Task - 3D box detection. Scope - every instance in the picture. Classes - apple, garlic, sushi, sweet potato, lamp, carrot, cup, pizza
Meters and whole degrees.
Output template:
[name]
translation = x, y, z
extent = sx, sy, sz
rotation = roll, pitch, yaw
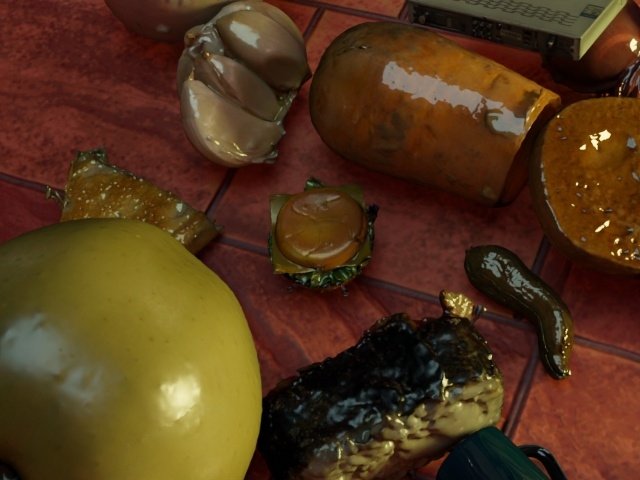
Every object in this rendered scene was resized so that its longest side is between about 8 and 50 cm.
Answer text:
[apple]
translation = -0.284, 0.195, 1.433
extent = 0.473, 0.473, 0.473
rotation = -5, 56, 7
[garlic]
translation = -0.139, -0.250, 1.859
extent = 0.185, 0.203, 0.281
rotation = 4, 64, 61
[sushi]
translation = 0.083, 0.199, 1.514
extent = 0.343, 0.196, 0.182
rotation = -27, 63, -8
[sweet potato]
translation = 0.283, 0.088, 1.636
extent = 0.081, 0.062, 0.233
rotation = -39, 61, 2
[lamp]
translation = 0.448, -0.306, 1.815
extent = 0.223, 0.151, 0.215
rotation = 39, 110, 5
[carrot]
translation = 0.158, -0.184, 1.748
extent = 0.341, 0.224, 0.224
rotation = 26, 64, 19
[cup]
translation = 0.232, 0.313, 1.476
extent = 0.138, 0.150, 0.113
rotation = 46, 108, 33
[pizza]
translation = -0.304, -0.039, 1.819
extent = 0.280, 0.075, 0.287
rotation = -20, 53, -9

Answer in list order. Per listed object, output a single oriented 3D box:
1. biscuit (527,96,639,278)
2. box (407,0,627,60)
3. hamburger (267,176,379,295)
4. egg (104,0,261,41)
[biscuit]
translation = 0.457, -0.051, 1.632
extent = 0.367, 0.063, 0.314
rotation = 3, 66, -15
[box]
translation = 0.283, -0.341, 1.727
extent = 0.270, 0.045, 0.211
rotation = 18, 44, 26
[hamburger]
translation = 0.002, -0.003, 1.724
extent = 0.164, 0.093, 0.189
rotation = 2, 58, 9
[egg]
translation = -0.224, -0.485, 1.955
extent = 0.354, 0.340, 0.354
rotation = 15, 37, -12
